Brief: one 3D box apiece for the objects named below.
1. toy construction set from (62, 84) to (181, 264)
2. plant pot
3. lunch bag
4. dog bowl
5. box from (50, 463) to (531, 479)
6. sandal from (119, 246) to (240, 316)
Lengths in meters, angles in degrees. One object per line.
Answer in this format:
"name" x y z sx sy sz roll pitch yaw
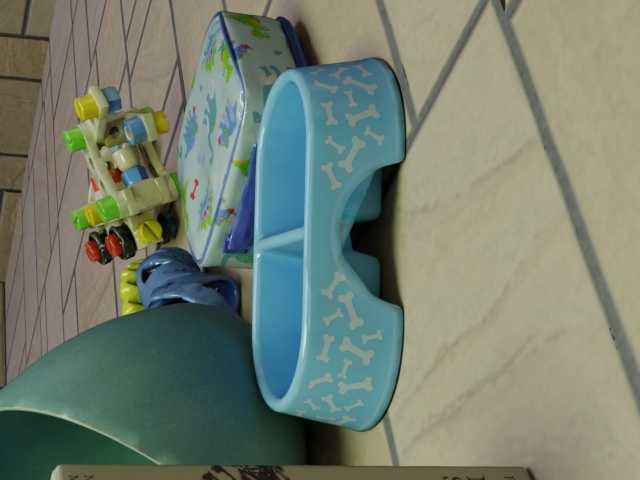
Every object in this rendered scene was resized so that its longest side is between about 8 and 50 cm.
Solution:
"toy construction set" -0.271 -0.087 1.623 0.328 0.151 0.215 -176 64 -78
"plant pot" -0.125 0.168 1.062 0.195 0.290 0.290 -58 0 -36
"lunch bag" -0.073 -0.089 1.155 0.176 0.090 0.219 -108 28 -47
"dog bowl" 0.000 0.000 0.962 0.166 0.074 0.297 166 107 -70
"box" -0.008 0.188 0.653 0.113 0.275 0.094 -111 31 -48
"sandal" -0.143 0.081 1.309 0.126 0.138 0.317 59 -173 -19
